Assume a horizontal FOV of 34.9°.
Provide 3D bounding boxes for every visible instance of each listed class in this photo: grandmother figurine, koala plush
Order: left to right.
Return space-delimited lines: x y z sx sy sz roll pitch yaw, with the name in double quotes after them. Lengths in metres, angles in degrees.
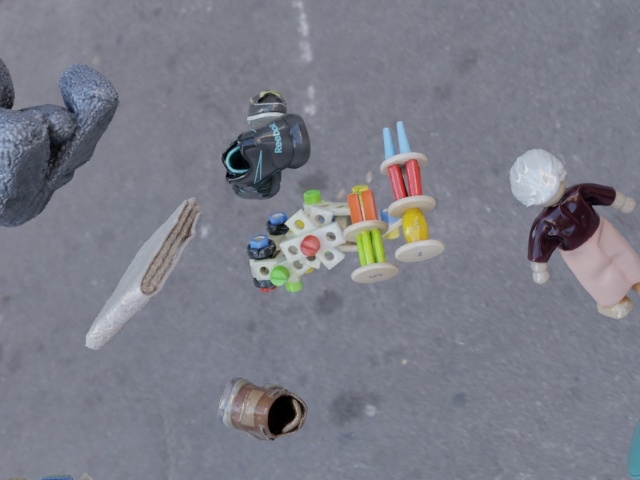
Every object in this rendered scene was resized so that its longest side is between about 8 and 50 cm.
-0.390 -0.145 1.176 0.221 0.196 0.203 41 129 5 "koala plush"
0.420 -0.013 1.675 0.208 0.342 0.104 -47 27 -9 "grandmother figurine"

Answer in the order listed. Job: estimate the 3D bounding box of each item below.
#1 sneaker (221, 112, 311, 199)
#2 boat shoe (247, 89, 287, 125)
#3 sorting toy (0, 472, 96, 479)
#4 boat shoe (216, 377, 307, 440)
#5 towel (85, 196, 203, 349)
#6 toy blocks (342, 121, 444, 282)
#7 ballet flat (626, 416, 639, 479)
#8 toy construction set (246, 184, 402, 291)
-0.105 -0.122 1.524 0.267 0.106 0.101 -39 68 66 "sneaker"
-0.109 -0.270 2.058 0.081 0.228 0.069 3 93 -10 "boat shoe"
-0.499 0.436 1.778 0.193 0.208 0.038 167 97 -68 "sorting toy"
-0.089 0.348 2.020 0.116 0.324 0.123 12 84 23 "boat shoe"
-0.291 0.054 1.720 0.187 0.049 0.282 -43 15 36 "towel"
0.070 -0.042 1.101 0.123 0.054 0.148 -28 63 43 "toy blocks"
0.470 0.233 1.283 0.123 0.348 0.123 -3 56 4 "ballet flat"
0.000 0.000 1.701 0.215 0.327 0.151 -3 99 18 "toy construction set"
